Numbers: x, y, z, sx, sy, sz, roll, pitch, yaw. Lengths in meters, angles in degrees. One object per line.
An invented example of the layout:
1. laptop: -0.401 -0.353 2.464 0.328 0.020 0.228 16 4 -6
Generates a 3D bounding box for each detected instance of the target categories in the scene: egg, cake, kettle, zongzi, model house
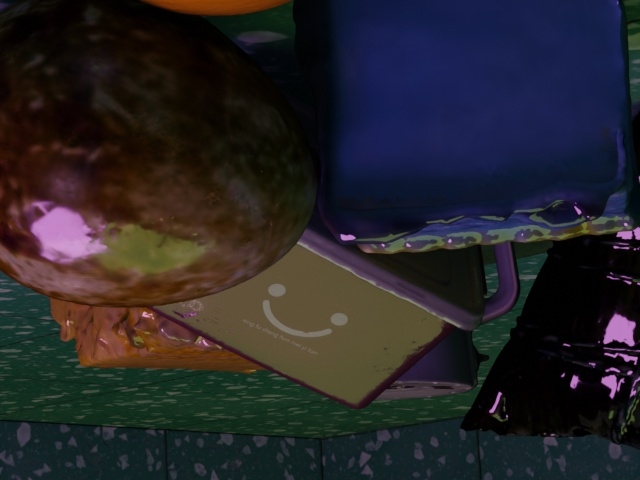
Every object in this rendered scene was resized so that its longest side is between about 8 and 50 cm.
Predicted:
1. egg: -0.144 -0.064 1.356 0.289 0.238 0.238 18 173 15
2. cake: -0.129 0.017 1.829 0.227 0.222 0.286 6 169 -28
3. kettle: 0.105 0.040 1.934 0.211 0.243 0.160 -2 169 5
4. zongzi: 0.375 0.096 1.855 0.362 0.383 0.319 26 -178 22
5. model house: 0.125 -0.094 1.430 0.237 0.215 0.303 -6 173 11

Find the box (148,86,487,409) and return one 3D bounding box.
1. box: -0.016 0.006 1.604 0.294 0.193 0.167 28 124 -22

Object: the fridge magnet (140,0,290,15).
1. fridge magnet: -0.074 -0.190 1.252 0.143 0.063 0.143 -1 167 0

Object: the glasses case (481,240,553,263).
1. glasses case: 0.231 -0.016 2.114 0.109 0.067 0.282 12 163 -41
